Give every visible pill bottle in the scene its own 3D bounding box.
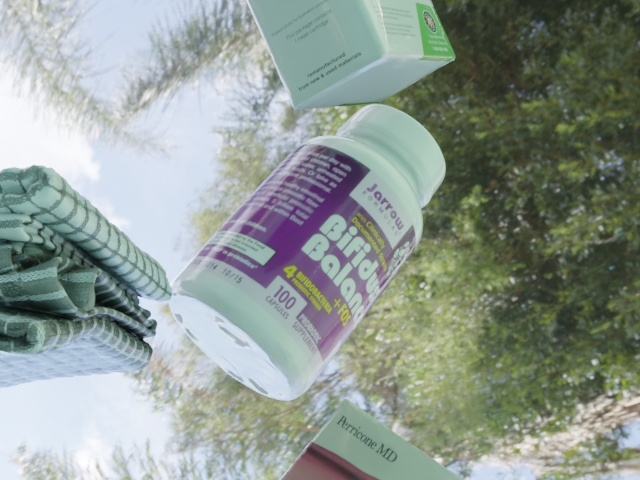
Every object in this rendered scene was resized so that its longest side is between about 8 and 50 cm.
[{"bbox_3d":[0.000,0.000,0.824,0.169,0.169,0.301,43,-116,-6],"label":"pill bottle"}]

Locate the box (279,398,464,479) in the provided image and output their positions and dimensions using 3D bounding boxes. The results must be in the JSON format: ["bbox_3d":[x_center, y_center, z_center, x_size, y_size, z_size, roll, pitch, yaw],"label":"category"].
[{"bbox_3d":[0.019,0.271,0.627,0.232,0.148,0.127,-50,-44,-15],"label":"box"}]

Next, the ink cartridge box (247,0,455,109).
[{"bbox_3d":[0.005,-0.228,0.654,0.160,0.092,0.219,-20,-95,-60],"label":"ink cartridge box"}]

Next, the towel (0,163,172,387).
[{"bbox_3d":[-0.282,0.052,0.620,0.283,0.235,0.121,-4,-110,7],"label":"towel"}]
